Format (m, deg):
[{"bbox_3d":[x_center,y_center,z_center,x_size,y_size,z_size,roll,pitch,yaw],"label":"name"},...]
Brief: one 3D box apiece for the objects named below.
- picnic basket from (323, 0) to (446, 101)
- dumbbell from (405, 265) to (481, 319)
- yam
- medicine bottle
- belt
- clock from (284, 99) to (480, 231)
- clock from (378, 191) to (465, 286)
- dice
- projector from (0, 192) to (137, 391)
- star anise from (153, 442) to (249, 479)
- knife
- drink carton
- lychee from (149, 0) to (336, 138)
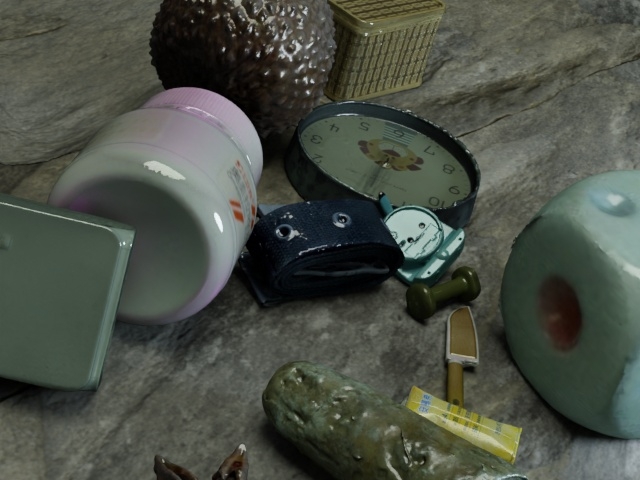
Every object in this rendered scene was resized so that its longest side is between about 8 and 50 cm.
[{"bbox_3d":[0.031,-0.404,2.462,0.228,0.175,0.313,-18,47,-40],"label":"picnic basket"},{"bbox_3d":[0.172,0.073,1.961,0.118,0.052,0.046,-19,8,-40],"label":"dumbbell"},{"bbox_3d":[0.073,0.241,1.612,0.330,0.133,0.133,31,36,24],"label":"yam"},{"bbox_3d":[-0.201,-0.056,1.814,0.241,0.241,0.302,18,28,2],"label":"medicine bottle"},{"bbox_3d":[0.000,0.000,1.920,0.218,0.122,0.128,-3,49,-33],"label":"belt"},{"bbox_3d":[0.099,-0.115,2.187,0.312,0.061,0.312,12,34,-8],"label":"clock"},{"bbox_3d":[0.125,-0.006,2.017,0.147,0.045,0.108,36,67,18],"label":"clock"},{"bbox_3d":[0.419,0.082,1.859,0.262,0.264,0.268,-7,40,-26],"label":"dice"},{"bbox_3d":[-0.356,0.053,1.621,0.250,0.198,0.108,13,5,-6],"label":"projector"},{"bbox_3d":[-0.097,0.314,1.479,0.230,0.081,0.262,-11,32,-35],"label":"star anise"},{"bbox_3d":[0.188,0.159,1.873,0.046,0.022,0.256,8,30,2],"label":"knife"},{"bbox_3d":[0.139,0.230,1.707,0.200,0.074,0.084,21,34,4],"label":"drink carton"},{"bbox_3d":[-0.117,-0.299,2.138,0.300,0.300,0.300,12,35,-8],"label":"lychee"}]
